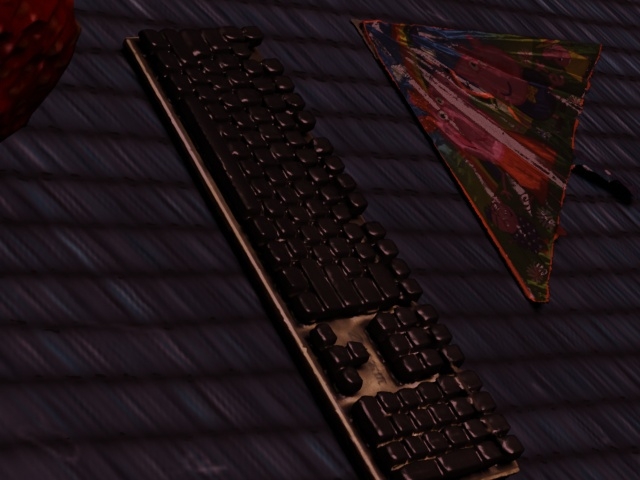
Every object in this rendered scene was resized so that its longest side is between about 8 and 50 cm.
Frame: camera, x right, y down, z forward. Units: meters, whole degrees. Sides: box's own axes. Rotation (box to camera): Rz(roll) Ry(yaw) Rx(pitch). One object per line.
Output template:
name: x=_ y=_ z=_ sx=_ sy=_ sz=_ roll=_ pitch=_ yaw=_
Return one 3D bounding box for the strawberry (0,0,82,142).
strawberry: x=-0.223 y=-0.119 z=0.601 sx=0.288 sy=0.238 sz=0.250 roll=23 pitch=47 yaw=-37

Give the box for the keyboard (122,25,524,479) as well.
keyboard: x=0.000 y=0.000 z=0.828 sx=0.106 sy=0.027 sz=0.317 roll=-7 pitch=55 yaw=-42

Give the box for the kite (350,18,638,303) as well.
kite: x=0.119 y=-0.086 z=1.022 sx=0.234 sy=0.016 sz=0.321 roll=33 pitch=38 yaw=-8
